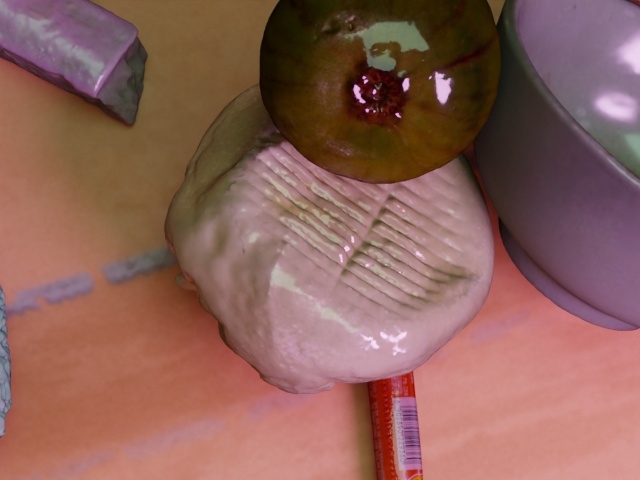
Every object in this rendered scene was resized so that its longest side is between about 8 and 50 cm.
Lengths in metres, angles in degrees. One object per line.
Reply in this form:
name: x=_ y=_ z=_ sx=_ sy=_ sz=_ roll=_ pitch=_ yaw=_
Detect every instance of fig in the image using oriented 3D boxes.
fig: x=0.046 y=-0.138 z=1.271 sx=0.151 sy=0.259 sz=0.151 roll=3 pitch=117 yaw=6

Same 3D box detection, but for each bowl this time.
bowl: x=0.211 y=-0.032 z=1.311 sx=0.289 sy=0.146 sz=0.289 roll=24 pitch=31 yaw=-16

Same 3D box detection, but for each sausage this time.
sausage: x=0.051 y=0.129 z=1.337 sx=0.034 sy=0.034 sz=0.129 roll=-4 pitch=78 yaw=-8

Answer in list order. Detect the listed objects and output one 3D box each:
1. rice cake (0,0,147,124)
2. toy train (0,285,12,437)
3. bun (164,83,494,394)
rice cake: x=-0.279 y=-0.195 z=1.366 sx=0.365 sy=0.056 sz=0.073 roll=30 pitch=77 yaw=2
toy train: x=-0.257 y=0.077 z=1.298 sx=0.099 sy=0.070 sz=0.172 roll=-2 pitch=77 yaw=-18
bun: x=0.000 y=0.000 z=1.305 sx=0.229 sy=0.145 sz=0.229 roll=14 pitch=56 yaw=-21
